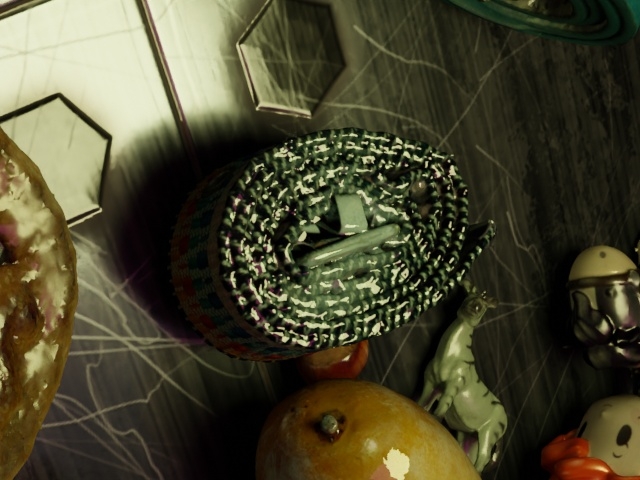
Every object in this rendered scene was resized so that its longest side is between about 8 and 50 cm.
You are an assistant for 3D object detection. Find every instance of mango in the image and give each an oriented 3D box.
[{"bbox_3d":[0.063,0.275,1.258,0.384,0.222,0.198,56,39,-51],"label":"mango"}]

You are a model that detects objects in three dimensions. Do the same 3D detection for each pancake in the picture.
[{"bbox_3d":[-0.302,0.052,0.963,0.356,0.065,0.356,-2,90,-66],"label":"pancake"}]

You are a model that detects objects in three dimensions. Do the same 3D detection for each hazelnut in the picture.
[{"bbox_3d":[0.014,0.116,1.271,0.086,0.086,0.086,-8,105,-34],"label":"hazelnut"}]

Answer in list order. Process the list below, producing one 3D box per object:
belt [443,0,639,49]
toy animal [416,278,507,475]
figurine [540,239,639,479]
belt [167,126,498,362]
[{"bbox_3d":[0.141,-0.328,1.122,0.437,0.300,0.173,19,89,-36],"label":"belt"},{"bbox_3d":[0.165,0.170,1.392,0.176,0.073,0.217,-51,129,-33],"label":"toy animal"},{"bbox_3d":[0.403,0.181,1.482,0.306,0.241,0.411,2,89,-44],"label":"figurine"},{"bbox_3d":[0.000,0.000,1.185,0.295,0.160,0.206,-24,93,-32],"label":"belt"}]
